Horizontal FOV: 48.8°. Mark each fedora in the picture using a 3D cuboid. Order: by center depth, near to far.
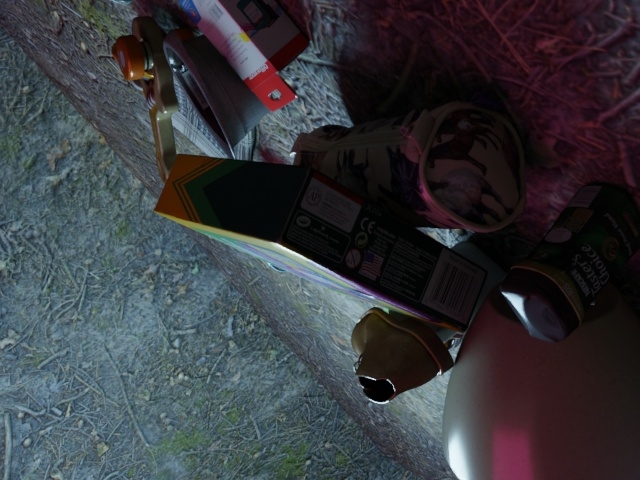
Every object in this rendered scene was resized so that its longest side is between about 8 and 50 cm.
[{"bbox_3d":[-0.168,-0.275,1.257,0.275,0.124,0.243,50,168,40],"label":"fedora"}]

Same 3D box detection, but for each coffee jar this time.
[{"bbox_3d":[0.293,0.027,0.821,0.096,0.184,0.079,52,162,-23],"label":"coffee jar"}]

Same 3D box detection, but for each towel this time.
[{"bbox_3d":[-0.280,-0.292,1.617,0.324,0.056,0.312,44,163,5],"label":"towel"}]

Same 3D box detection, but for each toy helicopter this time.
[{"bbox_3d":[-0.346,-0.285,1.473,0.235,0.140,0.354,38,138,51],"label":"toy helicopter"}]

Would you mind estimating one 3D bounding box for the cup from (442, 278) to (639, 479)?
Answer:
[{"bbox_3d":[0.325,0.180,0.974,0.331,0.331,0.236,22,129,51],"label":"cup"}]

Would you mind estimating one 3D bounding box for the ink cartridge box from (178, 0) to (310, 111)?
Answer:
[{"bbox_3d":[-0.107,-0.322,1.106,0.231,0.078,0.134,49,163,-15],"label":"ink cartridge box"}]

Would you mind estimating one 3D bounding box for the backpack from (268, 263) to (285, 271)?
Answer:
[{"bbox_3d":[-0.089,-0.025,1.618,0.188,0.166,0.144,52,171,-32],"label":"backpack"}]

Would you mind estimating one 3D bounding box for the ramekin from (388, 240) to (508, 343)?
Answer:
[{"bbox_3d":[0.208,0.093,1.162,0.109,0.207,0.207,51,165,11],"label":"ramekin"}]

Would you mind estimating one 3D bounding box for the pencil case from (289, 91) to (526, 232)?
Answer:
[{"bbox_3d":[0.099,-0.104,1.001,0.183,0.160,0.410,46,164,-22],"label":"pencil case"}]

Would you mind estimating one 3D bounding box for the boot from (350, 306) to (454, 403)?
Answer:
[{"bbox_3d":[0.088,0.181,1.106,0.112,0.115,0.305,56,167,-5],"label":"boot"}]

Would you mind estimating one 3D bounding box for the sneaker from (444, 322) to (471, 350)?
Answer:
[{"bbox_3d":[0.252,0.186,1.452,0.088,0.092,0.225,39,163,19],"label":"sneaker"}]

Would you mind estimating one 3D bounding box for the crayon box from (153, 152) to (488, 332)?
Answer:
[{"bbox_3d":[0.000,0.000,0.998,0.363,0.106,0.313,27,172,-39],"label":"crayon box"}]

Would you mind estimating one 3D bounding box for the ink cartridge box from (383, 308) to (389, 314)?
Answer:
[{"bbox_3d":[0.204,0.230,1.737,0.171,0.056,0.235,34,162,34],"label":"ink cartridge box"}]

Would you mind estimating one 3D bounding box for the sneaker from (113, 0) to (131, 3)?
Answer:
[{"bbox_3d":[-0.413,-0.531,1.358,0.076,0.065,0.166,17,150,50],"label":"sneaker"}]
